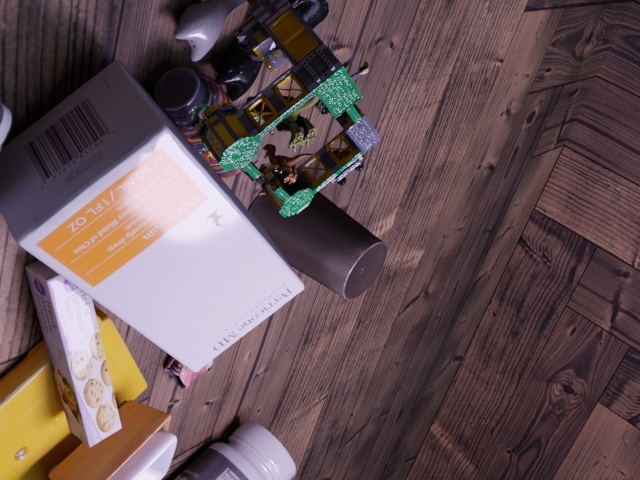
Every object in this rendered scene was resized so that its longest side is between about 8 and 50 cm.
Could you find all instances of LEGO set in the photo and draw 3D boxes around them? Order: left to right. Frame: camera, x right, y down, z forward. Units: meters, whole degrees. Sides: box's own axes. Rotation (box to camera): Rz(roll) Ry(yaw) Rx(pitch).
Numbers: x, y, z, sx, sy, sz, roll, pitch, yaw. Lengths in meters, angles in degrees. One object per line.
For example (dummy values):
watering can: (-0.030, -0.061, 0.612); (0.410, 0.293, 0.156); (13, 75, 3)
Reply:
LEGO set: (-0.064, -0.198, 1.264); (0.255, 0.192, 0.331); (-42, 156, 12)

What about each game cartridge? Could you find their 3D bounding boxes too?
game cartridge: (-0.449, 0.282, 1.470); (0.323, 0.053, 0.285); (-46, 153, -24)

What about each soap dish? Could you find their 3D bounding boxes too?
soap dish: (-0.373, 0.417, 1.587); (0.229, 0.118, 0.291); (-44, 169, -29)

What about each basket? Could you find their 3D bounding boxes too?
basket: (0.000, 0.000, 1.687); (0.204, 0.227, 0.154); (-6, 126, -57)

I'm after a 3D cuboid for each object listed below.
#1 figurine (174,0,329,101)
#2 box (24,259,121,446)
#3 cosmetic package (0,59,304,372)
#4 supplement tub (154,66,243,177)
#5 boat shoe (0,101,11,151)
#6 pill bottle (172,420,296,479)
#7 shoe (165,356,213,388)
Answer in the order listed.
figurine: (-0.107, -0.324, 1.295); (0.209, 0.092, 0.215); (-50, 153, -1)
box: (-0.372, 0.171, 1.352); (0.067, 0.063, 0.324); (-30, 130, -38)
cosmetic package: (-0.226, -0.010, 1.250); (0.230, 0.161, 0.453); (-38, 145, 0)
supplement tub: (-0.174, -0.178, 1.323); (0.106, 0.106, 0.198); (-52, 153, -7)
boat shoe: (-0.431, -0.073, 1.053); (0.219, 0.078, 0.070); (-49, 154, 6)
pill bottle: (-0.238, 0.590, 2.002); (0.361, 0.204, 0.204); (-40, 150, -28)
shoe: (-0.254, 0.219, 1.697); (0.081, 0.063, 0.178); (-47, 158, -27)
